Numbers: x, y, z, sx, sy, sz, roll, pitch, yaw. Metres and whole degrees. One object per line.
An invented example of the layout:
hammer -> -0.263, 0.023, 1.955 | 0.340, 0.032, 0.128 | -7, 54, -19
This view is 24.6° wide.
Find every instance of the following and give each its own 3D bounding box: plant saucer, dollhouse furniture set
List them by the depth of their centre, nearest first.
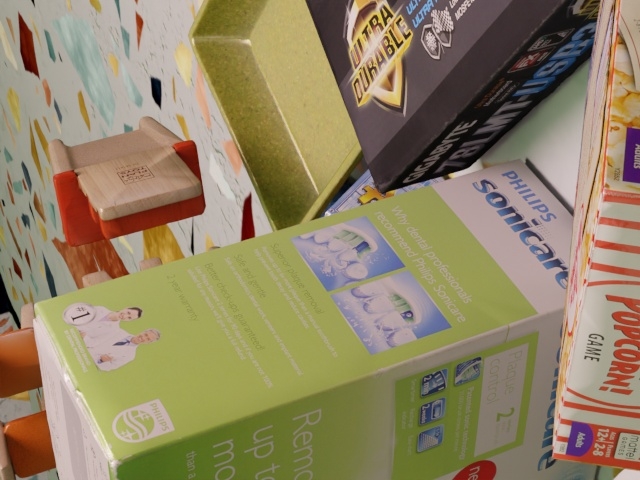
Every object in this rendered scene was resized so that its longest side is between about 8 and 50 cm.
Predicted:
plant saucer -> -0.010, -0.118, 0.975 | 0.188, 0.045, 0.188 | 65, 149, 20
dollhouse furniture set -> -0.123, 0.057, 1.047 | 0.135, 0.262, 0.259 | -133, 31, -56

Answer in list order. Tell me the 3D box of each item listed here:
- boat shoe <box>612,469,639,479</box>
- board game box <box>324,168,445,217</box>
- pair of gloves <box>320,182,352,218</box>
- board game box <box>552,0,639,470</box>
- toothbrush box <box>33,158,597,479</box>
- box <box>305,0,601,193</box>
boat shoe -> 0.191, 0.090, 0.557 | 0.105, 0.113, 0.306 | 58, 158, 20
board game box -> 0.009, 0.042, 0.927 | 0.060, 0.194, 0.194 | 39, 132, 23
pair of gloves -> 0.000, 0.000, 1.106 | 0.159, 0.023, 0.198 | 48, 149, 46
board game box -> 0.115, -0.040, 0.509 | 0.147, 0.045, 0.193 | 87, -167, -52
toothbrush box -> 0.007, 0.101, 0.789 | 0.122, 0.283, 0.206 | 52, 151, 41
box -> 0.050, -0.210, 0.744 | 0.293, 0.073, 0.295 | 68, 158, 11
